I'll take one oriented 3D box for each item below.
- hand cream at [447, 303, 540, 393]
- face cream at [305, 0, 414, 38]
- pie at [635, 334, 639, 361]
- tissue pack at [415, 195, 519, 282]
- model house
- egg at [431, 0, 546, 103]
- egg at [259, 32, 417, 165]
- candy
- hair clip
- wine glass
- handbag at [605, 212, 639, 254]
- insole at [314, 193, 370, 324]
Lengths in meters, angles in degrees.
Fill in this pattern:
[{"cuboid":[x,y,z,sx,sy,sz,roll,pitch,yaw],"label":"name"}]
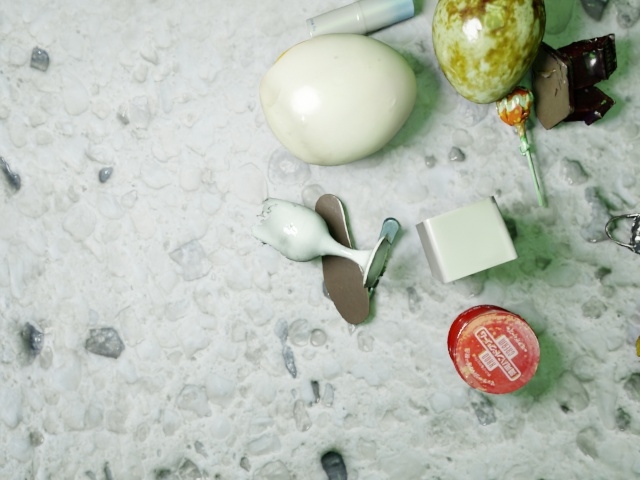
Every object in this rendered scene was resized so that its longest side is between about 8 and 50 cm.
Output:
[{"cuboid":[0.393,0.246,1.217,0.193,0.125,0.193,0,90,7],"label":"hand cream"},{"cuboid":[0.094,-0.531,1.261,0.250,0.077,0.077,-17,89,6],"label":"face cream"},{"cuboid":[0.929,0.216,1.139,0.417,0.180,0.395,24,92,-2],"label":"pie"},{"cuboid":[0.309,-0.002,1.162,0.159,0.246,0.136,-20,88,6],"label":"tissue pack"},{"cuboid":[0.588,-0.363,1.207,0.164,0.141,0.203,-15,111,-16],"label":"model house"},{"cuboid":[0.367,-0.449,1.157,0.238,0.238,0.290,-7,100,6],"label":"egg"},{"cuboid":[0.043,-0.312,1.169,0.344,0.283,0.283,-14,89,4],"label":"egg"},{"cuboid":[0.483,-0.220,1.232,0.084,0.078,0.288,-16,93,23],"label":"candy"},{"cuboid":[0.142,0.056,1.281,0.039,0.070,0.230,17,100,2],"label":"hair clip"},{"cuboid":[0.000,0.000,1.225,0.321,0.143,0.144,20,93,20],"label":"wine glass"},{"cuboid":[0.731,-0.021,1.214,0.139,0.072,0.115,13,94,19],"label":"handbag"},{"cuboid":[0.047,0.046,1.291,0.111,0.007,0.328,-15,86,25],"label":"insole"}]
